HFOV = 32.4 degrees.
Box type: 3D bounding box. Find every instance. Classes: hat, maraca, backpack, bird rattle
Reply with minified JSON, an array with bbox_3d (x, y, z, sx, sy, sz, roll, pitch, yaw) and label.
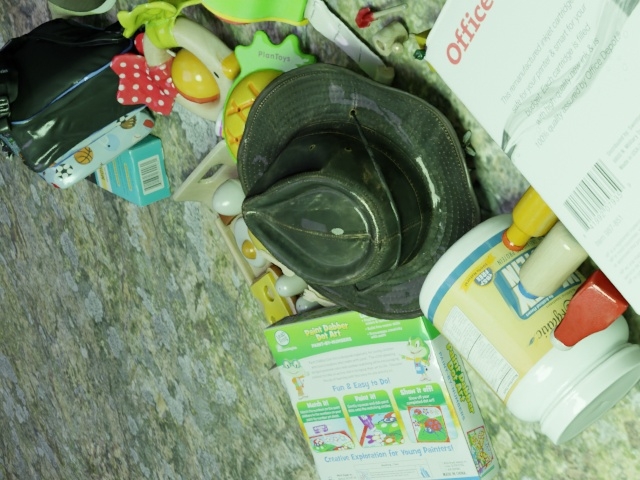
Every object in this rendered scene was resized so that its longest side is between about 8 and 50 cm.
[{"bbox_3d":[0.007,-0.030,1.214,0.331,0.134,0.331,20,125,31],"label":"hat"},{"bbox_3d":[-0.061,-0.164,1.356,0.127,0.099,0.186,10,109,13],"label":"maraca"},{"bbox_3d":[-0.398,-0.223,1.684,0.263,0.276,0.213,36,151,43],"label":"backpack"},{"bbox_3d":[-0.192,-0.234,1.482,0.207,0.143,0.253,38,144,11],"label":"bird rattle"}]

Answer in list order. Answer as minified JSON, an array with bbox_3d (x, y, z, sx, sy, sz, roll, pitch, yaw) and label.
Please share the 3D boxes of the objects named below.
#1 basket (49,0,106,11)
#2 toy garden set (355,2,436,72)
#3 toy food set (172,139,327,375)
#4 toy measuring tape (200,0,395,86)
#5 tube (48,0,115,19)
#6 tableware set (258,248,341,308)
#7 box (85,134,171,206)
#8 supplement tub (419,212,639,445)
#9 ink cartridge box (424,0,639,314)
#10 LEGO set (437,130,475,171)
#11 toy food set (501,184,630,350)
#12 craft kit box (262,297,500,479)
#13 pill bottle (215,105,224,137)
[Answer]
[{"bbox_3d":[-0.318,-0.451,1.495,0.227,0.154,0.204,-26,90,54],"label":"basket"},{"bbox_3d":[0.057,-0.254,1.111,0.244,0.049,0.204,26,151,56],"label":"toy garden set"},{"bbox_3d":[-0.092,0.029,1.533,0.306,0.092,0.220,62,148,6],"label":"toy food set"},{"bbox_3d":[-0.056,-0.268,1.264,0.330,0.121,0.121,50,145,23],"label":"toy measuring tape"},{"bbox_3d":[-0.391,-0.388,1.731,0.240,0.062,0.070,15,79,57],"label":"tube"},{"bbox_3d":[0.000,0.000,1.393,0.141,0.020,0.169,36,117,16],"label":"tableware set"},{"bbox_3d":[-0.342,-0.139,1.813,0.244,0.060,0.101,23,129,47],"label":"box"},{"bbox_3d":[0.209,0.086,1.086,0.200,0.144,0.144,49,144,24],"label":"supplement tub"},{"bbox_3d":[0.253,-0.132,0.891,0.307,0.129,0.223,54,147,18],"label":"ink cartridge box"},{"bbox_3d":[0.141,-0.084,1.185,0.054,0.023,0.083,37,138,37],"label":"LEGO set"},{"bbox_3d":[0.262,0.047,0.982,0.232,0.111,0.104,35,143,5],"label":"toy food set"},{"bbox_3d":[0.072,0.196,1.377,0.250,0.061,0.247,-14,102,39],"label":"craft kit box"},{"bbox_3d":[-0.093,-0.146,1.438,0.083,0.043,0.043,19,134,8],"label":"pill bottle"}]
